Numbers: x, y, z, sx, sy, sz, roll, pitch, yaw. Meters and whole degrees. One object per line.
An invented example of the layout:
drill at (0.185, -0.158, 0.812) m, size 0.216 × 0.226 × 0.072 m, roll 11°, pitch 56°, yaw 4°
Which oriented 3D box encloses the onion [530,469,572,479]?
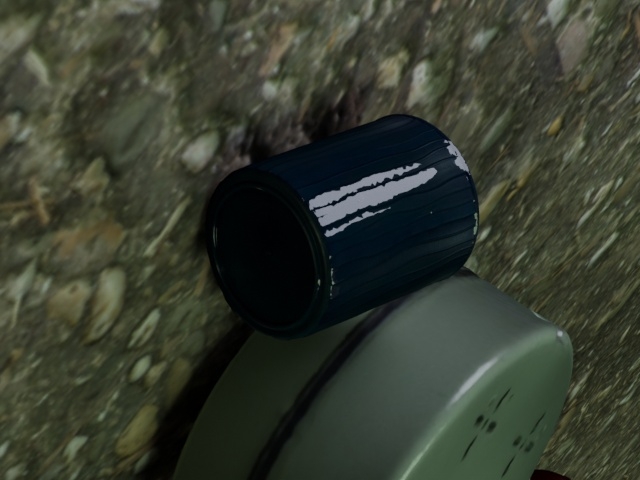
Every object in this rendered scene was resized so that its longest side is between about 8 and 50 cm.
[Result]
onion at (0.295, 0.464, 1.691) m, size 0.276 × 0.276 × 0.276 m, roll -38°, pitch 152°, yaw -24°

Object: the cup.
cup at (0.008, 0.005, 0.754) m, size 0.138 × 0.113 × 0.150 m, roll -21°, pitch 141°, yaw -43°

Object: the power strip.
power strip at (0.037, 0.182, 0.950) m, size 0.357 × 0.161 × 0.357 m, roll -41°, pitch 149°, yaw -31°
